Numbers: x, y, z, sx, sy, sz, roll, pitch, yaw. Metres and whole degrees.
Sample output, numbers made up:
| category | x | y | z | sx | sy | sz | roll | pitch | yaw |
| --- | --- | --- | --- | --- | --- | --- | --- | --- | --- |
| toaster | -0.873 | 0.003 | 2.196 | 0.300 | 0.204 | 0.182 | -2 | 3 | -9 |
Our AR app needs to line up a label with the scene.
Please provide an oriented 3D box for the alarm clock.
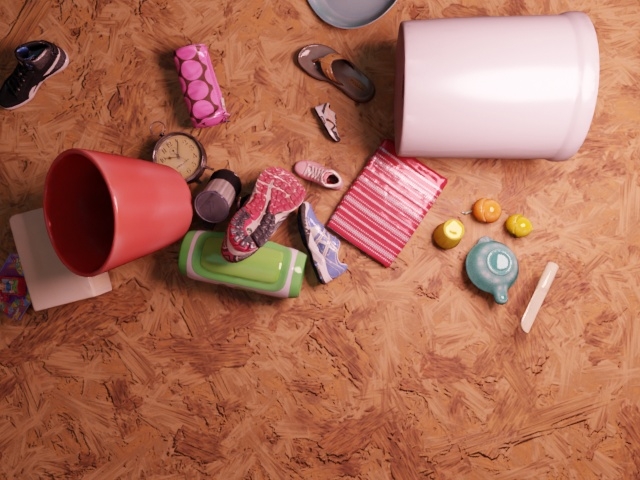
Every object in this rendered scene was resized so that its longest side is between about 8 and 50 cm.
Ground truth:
| category | x | y | z | sx | sy | sz | roll | pitch | yaw |
| --- | --- | --- | --- | --- | --- | --- | --- | --- | --- |
| alarm clock | -0.364 | -0.221 | 1.402 | 0.129 | 0.064 | 0.192 | -36 | 91 | 0 |

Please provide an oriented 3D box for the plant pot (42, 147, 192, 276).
| category | x | y | z | sx | sy | sz | roll | pitch | yaw |
| --- | --- | --- | --- | --- | --- | --- | --- | --- | --- |
| plant pot | -0.447 | -0.072 | 1.269 | 0.274 | 0.243 | 0.275 | 6 | 102 | 33 |

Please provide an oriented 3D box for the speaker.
| category | x | y | z | sx | sy | sz | roll | pitch | yaw |
| --- | --- | --- | --- | --- | --- | --- | --- | --- | --- |
| speaker | -0.188 | 0.057 | 1.363 | 0.296 | 0.131 | 0.131 | 12 | 89 | 1 |

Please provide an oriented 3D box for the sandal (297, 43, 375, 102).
| category | x | y | z | sx | sy | sz | roll | pitch | yaw |
| --- | --- | --- | --- | --- | --- | --- | --- | --- | --- |
| sandal | 0.042 | -0.425 | 1.401 | 0.219 | 0.060 | 0.090 | 37 | 90 | 1 |

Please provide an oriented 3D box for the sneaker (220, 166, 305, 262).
| category | x | y | z | sx | sy | sz | roll | pitch | yaw |
| --- | --- | --- | --- | --- | --- | --- | --- | --- | --- |
| sneaker | -0.143 | -0.069 | 1.321 | 0.121 | 0.112 | 0.299 | 42 | 48 | -4 |

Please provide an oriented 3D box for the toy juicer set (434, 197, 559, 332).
| category | x | y | z | sx | sy | sz | roll | pitch | yaw |
| --- | --- | --- | --- | --- | --- | --- | --- | --- | --- |
| toy juicer set | 0.456 | 0.041 | 1.378 | 0.209 | 0.089 | 0.329 | -37 | 80 | -13 |

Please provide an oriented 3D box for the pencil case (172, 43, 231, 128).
| category | x | y | z | sx | sy | sz | roll | pitch | yaw |
| --- | --- | --- | --- | --- | --- | --- | --- | --- | --- |
| pencil case | -0.297 | -0.389 | 1.392 | 0.098 | 0.095 | 0.209 | -18 | 91 | 36 |

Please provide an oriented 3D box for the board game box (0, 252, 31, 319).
| category | x | y | z | sx | sy | sz | roll | pitch | yaw |
| --- | --- | --- | --- | --- | --- | --- | --- | --- | --- |
| board game box | -0.775 | 0.119 | 1.383 | 0.133 | 0.033 | 0.169 | 47 | 111 | 15 |

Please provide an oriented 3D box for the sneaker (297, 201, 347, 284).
| category | x | y | z | sx | sy | sz | roll | pitch | yaw |
| --- | --- | --- | --- | --- | --- | --- | --- | --- | --- |
| sneaker | 0.000 | 0.000 | 1.392 | 0.081 | 0.080 | 0.211 | -21 | 97 | -9 |

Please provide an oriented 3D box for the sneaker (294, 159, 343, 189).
| category | x | y | z | sx | sy | sz | roll | pitch | yaw |
| --- | --- | --- | --- | --- | --- | --- | --- | --- | --- |
| sneaker | -0.004 | -0.167 | 1.392 | 0.134 | 0.070 | 0.051 | 25 | 91 | 2 |

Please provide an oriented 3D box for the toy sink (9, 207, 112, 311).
| category | x | y | z | sx | sy | sz | roll | pitch | yaw |
| --- | --- | --- | --- | --- | --- | --- | --- | --- | --- |
| toy sink | -0.633 | 0.036 | 1.369 | 0.152 | 0.131 | 0.234 | -15 | 93 | 1 |

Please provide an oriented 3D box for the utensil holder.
| category | x | y | z | sx | sy | sz | roll | pitch | yaw |
| --- | --- | --- | --- | --- | --- | --- | --- | --- | --- |
| utensil holder | 0.369 | -0.345 | 1.268 | 0.385 | 0.327 | 0.328 | 1 | 89 | 4 |

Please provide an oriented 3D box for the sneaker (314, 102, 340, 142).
| category | x | y | z | sx | sy | sz | roll | pitch | yaw |
| --- | --- | --- | --- | --- | --- | --- | --- | --- | --- |
| sneaker | 0.027 | -0.301 | 1.409 | 0.043 | 0.040 | 0.109 | -27 | 89 | -2 |

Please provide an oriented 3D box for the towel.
| category | x | y | z | sx | sy | sz | roll | pitch | yaw |
| --- | --- | --- | --- | --- | --- | --- | --- | --- | --- |
| towel | 0.170 | -0.097 | 1.408 | 0.198 | 0.031 | 0.275 | 34 | 91 | -1 |

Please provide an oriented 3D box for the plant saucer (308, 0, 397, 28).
| category | x | y | z | sx | sy | sz | roll | pitch | yaw |
| --- | --- | --- | --- | --- | --- | --- | --- | --- | --- |
| plant saucer | 0.091 | -0.678 | 1.345 | 0.317 | 0.043 | 0.318 | 8 | 105 | 33 |

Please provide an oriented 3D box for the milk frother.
| category | x | y | z | sx | sy | sz | roll | pitch | yaw |
| --- | --- | --- | --- | --- | --- | --- | --- | --- | --- |
| milk frother | -0.217 | -0.090 | 1.361 | 0.143 | 0.135 | 0.129 | 4 | 121 | 5 |

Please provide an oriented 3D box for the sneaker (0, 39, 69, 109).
| category | x | y | z | sx | sy | sz | roll | pitch | yaw |
| --- | --- | --- | --- | --- | --- | --- | --- | --- | --- |
| sneaker | -0.744 | -0.422 | 1.384 | 0.217 | 0.121 | 0.079 | -41 | 88 | 0 |
